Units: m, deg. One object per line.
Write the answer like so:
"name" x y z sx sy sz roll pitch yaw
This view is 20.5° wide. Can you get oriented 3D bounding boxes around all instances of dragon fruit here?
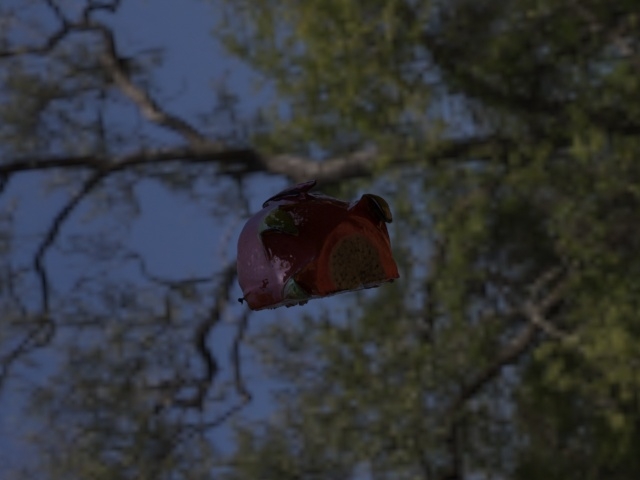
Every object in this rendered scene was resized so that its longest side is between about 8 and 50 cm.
"dragon fruit" 0.000 0.000 0.870 0.083 0.056 0.060 -8 -100 -41
